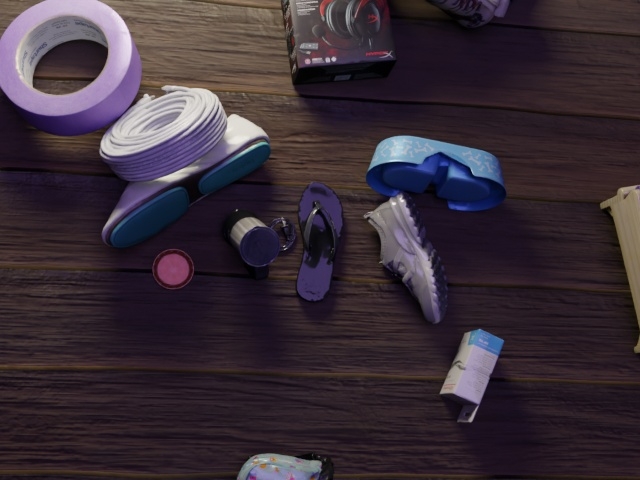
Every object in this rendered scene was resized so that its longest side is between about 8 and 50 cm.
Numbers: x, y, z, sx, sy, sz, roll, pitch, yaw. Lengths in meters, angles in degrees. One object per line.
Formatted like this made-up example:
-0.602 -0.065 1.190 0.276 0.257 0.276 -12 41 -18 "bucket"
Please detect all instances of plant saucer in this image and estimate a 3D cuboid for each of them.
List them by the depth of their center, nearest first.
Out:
-0.300 0.059 1.888 0.083 0.013 0.083 1 80 -8 "plant saucer"

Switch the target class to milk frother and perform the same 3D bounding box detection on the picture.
-0.107 -0.005 1.867 0.143 0.135 0.129 -31 117 -10 "milk frother"

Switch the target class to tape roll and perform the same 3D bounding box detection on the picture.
-0.504 -0.351 1.859 0.275 0.090 0.275 -1 70 3 "tape roll"

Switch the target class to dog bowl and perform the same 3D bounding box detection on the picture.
0.245 -0.142 1.941 0.297 0.166 0.074 11 66 -6 "dog bowl"

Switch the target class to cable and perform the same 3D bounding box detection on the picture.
-0.309 -0.209 1.818 0.257 0.257 0.089 -45 126 -32 "cable"

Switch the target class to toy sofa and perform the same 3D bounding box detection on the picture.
0.735 0.056 1.968 0.150 0.177 0.362 -9 80 -10 "toy sofa"

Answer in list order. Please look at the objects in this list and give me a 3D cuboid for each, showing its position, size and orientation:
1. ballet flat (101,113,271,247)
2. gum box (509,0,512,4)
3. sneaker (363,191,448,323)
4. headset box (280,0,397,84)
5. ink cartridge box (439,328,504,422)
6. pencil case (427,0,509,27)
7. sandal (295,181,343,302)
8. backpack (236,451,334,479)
-0.288 -0.129 1.880 0.400 0.139 0.139 -34 86 -17 "ballet flat"
0.433 -0.655 2.121 0.157 0.041 0.184 41 77 0 "gum box"
0.184 0.044 1.942 0.115 0.105 0.281 -22 87 22 "sneaker"
0.030 -0.497 1.993 0.218 0.110 0.293 -6 80 -10 "headset box"
0.303 0.278 1.895 0.060 0.104 0.180 26 76 -4 "ink cartridge box"
0.216 -0.579 1.927 0.410 0.160 0.183 15 33 -37 "pencil case"
0.001 0.001 1.925 0.097 0.054 0.254 3 79 -8 "sandal"
-0.073 0.477 1.795 0.182 0.115 0.152 14 80 -3 "backpack"
